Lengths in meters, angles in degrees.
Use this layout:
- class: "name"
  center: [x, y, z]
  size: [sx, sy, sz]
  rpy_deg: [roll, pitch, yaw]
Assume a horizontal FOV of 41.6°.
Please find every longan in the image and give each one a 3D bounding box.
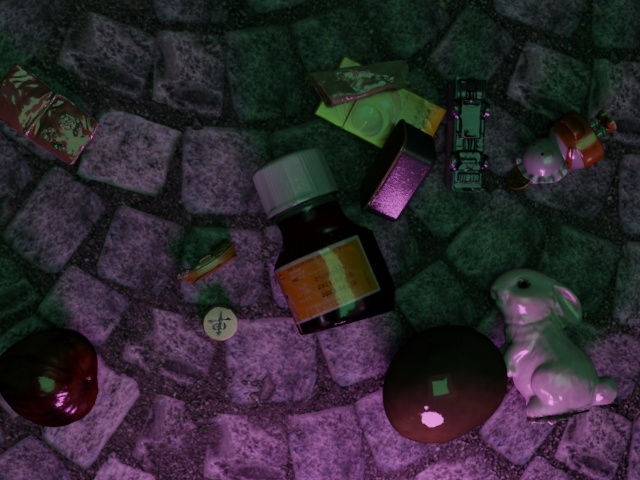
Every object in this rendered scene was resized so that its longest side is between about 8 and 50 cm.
- class: "longan"
  center: [0.277, 0.325, 1.896]
  size: [0.300, 0.300, 0.243]
  rpy_deg: [-21, 55, -5]

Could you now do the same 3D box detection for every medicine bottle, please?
- class: "medicine bottle"
  center: [0.000, 0.000, 1.845]
  size: [0.243, 0.242, 0.394]
  rpy_deg: [-19, 82, -6]

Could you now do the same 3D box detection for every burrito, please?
- class: "burrito"
  center: [0.091, -0.350, 1.861]
  size: [0.226, 0.060, 0.086]
  rpy_deg: [-12, 91, -5]

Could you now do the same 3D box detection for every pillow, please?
- class: "pillow"
  center: [-0.606, -0.274, 1.833]
  size: [0.233, 0.043, 0.126]
  rpy_deg: [35, 90, -7]

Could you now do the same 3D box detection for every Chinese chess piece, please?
- class: "Chinese chess piece"
  center: [-0.228, 0.187, 1.917]
  size: [0.084, 0.034, 0.084]
  rpy_deg: [-1, 95, -7]

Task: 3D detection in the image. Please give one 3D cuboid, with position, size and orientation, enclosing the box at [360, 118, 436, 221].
- class: "box"
  center: [0.172, -0.150, 1.863]
  size: [0.090, 0.144, 0.201]
  rpy_deg: [25, 119, -12]

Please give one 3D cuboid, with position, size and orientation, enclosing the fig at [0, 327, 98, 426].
- class: "fig"
  center: [-0.639, 0.279, 1.823]
  size: [0.321, 0.217, 0.216]
  rpy_deg: [9, 93, 20]

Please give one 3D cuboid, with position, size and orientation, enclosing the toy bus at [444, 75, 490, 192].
- class: "toy bus"
  center: [0.332, -0.239, 1.921]
  size: [0.091, 0.109, 0.261]
  rpy_deg: [3, 92, -6]

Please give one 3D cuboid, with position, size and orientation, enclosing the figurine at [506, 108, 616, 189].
- class: "figurine"
  center: [0.555, -0.205, 1.951]
  size: [0.271, 0.143, 0.143]
  rpy_deg: [-42, 98, 17]

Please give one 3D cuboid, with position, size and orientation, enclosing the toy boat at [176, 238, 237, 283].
- class: "toy boat"
  center: [-0.256, 0.050, 1.899]
  size: [0.149, 0.047, 0.049]
  rpy_deg: [-32, 84, -7]

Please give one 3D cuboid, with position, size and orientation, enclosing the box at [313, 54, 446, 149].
- class: "box"
  center: [0.135, -0.292, 1.924]
  size: [0.269, 0.043, 0.152]
  rpy_deg: [27, 90, -8]

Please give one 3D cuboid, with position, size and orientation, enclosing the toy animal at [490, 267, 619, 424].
- class: "toy animal"
  center: [0.524, 0.232, 1.951]
  size: [0.258, 0.194, 0.357]
  rpy_deg: [-11, 87, 3]
